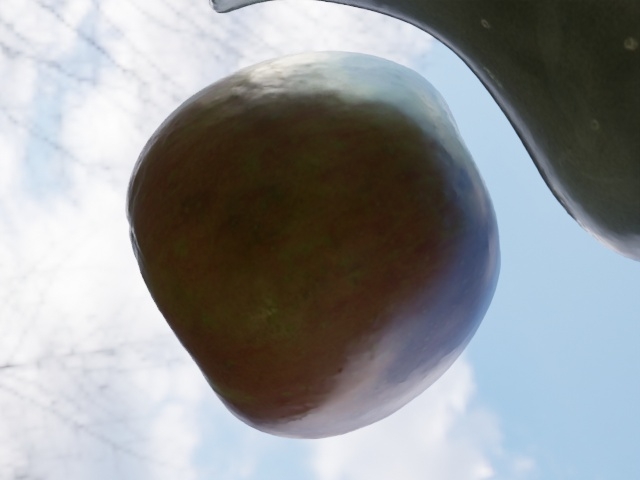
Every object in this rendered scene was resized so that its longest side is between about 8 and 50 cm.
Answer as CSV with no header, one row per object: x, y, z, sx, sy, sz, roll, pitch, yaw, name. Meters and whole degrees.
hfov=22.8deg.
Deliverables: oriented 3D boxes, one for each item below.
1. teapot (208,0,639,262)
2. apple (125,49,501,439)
0.073,-0.102,0.581,0.183,0.250,0.184,18,90,-86,teapot
0.000,0.000,1.388,0.339,0.339,0.340,10,-78,56,apple
